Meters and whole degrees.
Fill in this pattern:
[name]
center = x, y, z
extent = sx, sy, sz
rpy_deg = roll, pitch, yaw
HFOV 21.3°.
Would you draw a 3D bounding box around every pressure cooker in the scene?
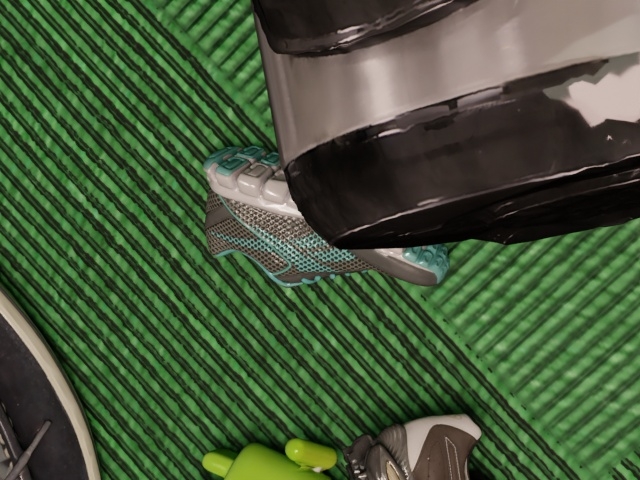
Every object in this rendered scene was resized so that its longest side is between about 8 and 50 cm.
[pressure cooker]
center = 0.124, -0.223, 0.803
extent = 0.370, 0.375, 0.420
rpy_deg = -9, 86, -4

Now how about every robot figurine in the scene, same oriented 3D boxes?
[robot figurine]
center = -0.026, 0.173, 1.086
extent = 0.115, 0.067, 0.101
rpy_deg = 26, 90, 10

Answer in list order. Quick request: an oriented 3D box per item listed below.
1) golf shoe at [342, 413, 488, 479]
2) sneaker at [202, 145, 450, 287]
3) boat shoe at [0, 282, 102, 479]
[golf shoe]
center = 0.085, 0.198, 1.055
extent = 0.094, 0.077, 0.198
rpy_deg = -22, 115, -13
[sneaker]
center = 0.000, 0.000, 1.068
extent = 0.166, 0.065, 0.076
rpy_deg = 22, 119, 14
[boat shoe]
center = -0.236, 0.230, 1.107
extent = 0.187, 0.156, 0.500
rpy_deg = -12, 93, 18
